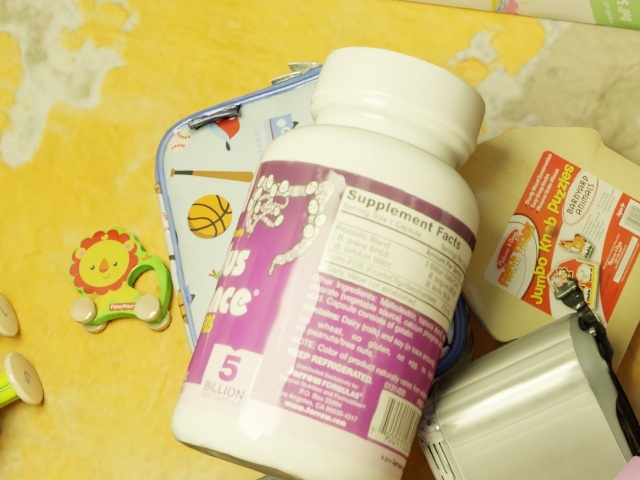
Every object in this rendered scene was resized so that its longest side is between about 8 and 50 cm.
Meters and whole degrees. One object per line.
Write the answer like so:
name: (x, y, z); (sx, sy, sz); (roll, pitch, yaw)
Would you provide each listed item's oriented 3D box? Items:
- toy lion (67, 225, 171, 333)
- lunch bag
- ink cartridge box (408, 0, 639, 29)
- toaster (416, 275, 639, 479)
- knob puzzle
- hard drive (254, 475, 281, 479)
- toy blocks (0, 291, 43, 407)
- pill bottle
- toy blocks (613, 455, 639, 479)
toy lion: (-0.180, 0.033, 1.238); (0.100, 0.034, 0.096); (-2, 65, 17)
lunch bag: (0.000, 0.000, 1.145); (0.243, 0.115, 0.303); (-16, 70, 10)
ink cartridge box: (0.146, -0.313, 1.188); (0.354, 0.119, 0.207); (10, 77, 20)
toaster: (0.166, 0.156, 1.007); (0.146, 0.129, 0.227); (-25, 97, 13)
knob puzzle: (0.174, -0.005, 1.091); (0.213, 0.030, 0.213); (2, 78, -11)
hard drive: (-0.094, 0.303, 1.110); (0.255, 0.054, 0.172); (-31, 66, 7)
toy blocks: (-0.336, 0.126, 1.245); (0.148, 0.054, 0.123); (-28, 69, 10)
pill bottle: (0.016, 0.023, 0.986); (0.169, 0.169, 0.301); (13, 77, 21)
toy blocks: (0.326, 0.231, 0.830); (0.289, 0.260, 0.309); (39, 85, -12)
